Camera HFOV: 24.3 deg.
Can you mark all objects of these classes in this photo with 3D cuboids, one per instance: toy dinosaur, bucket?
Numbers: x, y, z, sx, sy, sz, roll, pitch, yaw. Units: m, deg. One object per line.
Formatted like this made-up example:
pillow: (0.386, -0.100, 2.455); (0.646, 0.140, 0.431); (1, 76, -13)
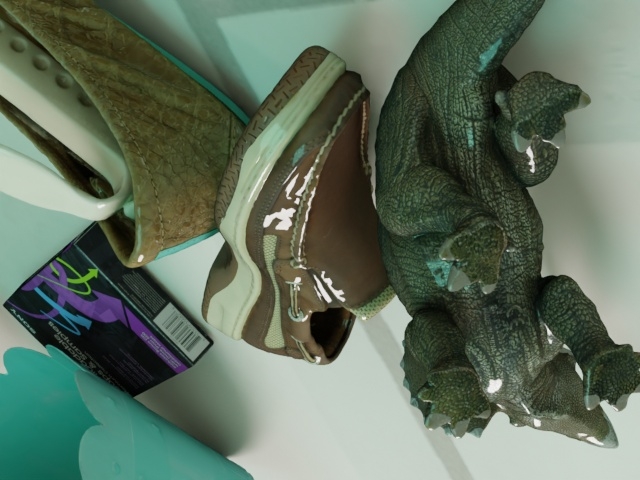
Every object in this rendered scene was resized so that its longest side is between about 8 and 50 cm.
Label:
toy dinosaur: (0.064, -0.013, 0.656); (0.160, 0.121, 0.314); (-132, 24, -66)
bucket: (-0.178, 0.231, 1.039); (0.183, 0.281, 0.281); (33, 155, -32)

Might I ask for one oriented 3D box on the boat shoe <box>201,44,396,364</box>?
boat shoe: (0.004, -0.006, 0.766); (0.095, 0.095, 0.257); (32, 157, 6)

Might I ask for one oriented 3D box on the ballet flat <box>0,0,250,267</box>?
ballet flat: (-0.188, -0.109, 0.802); (0.342, 0.124, 0.116); (42, 147, -1)

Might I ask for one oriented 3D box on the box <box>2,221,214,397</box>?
box: (-0.154, 0.058, 1.053); (0.116, 0.029, 0.162); (46, 149, -8)
